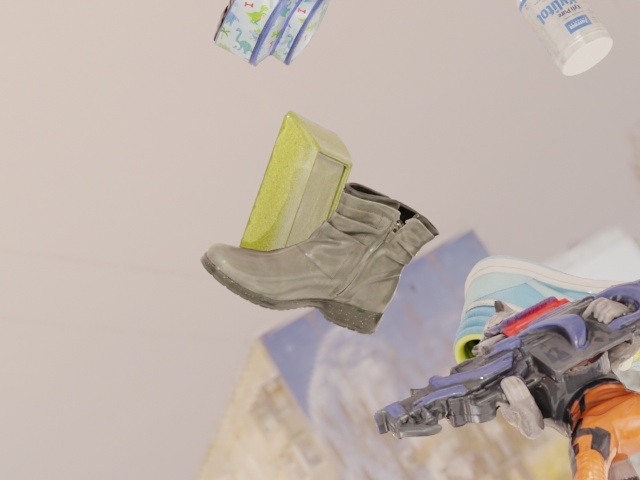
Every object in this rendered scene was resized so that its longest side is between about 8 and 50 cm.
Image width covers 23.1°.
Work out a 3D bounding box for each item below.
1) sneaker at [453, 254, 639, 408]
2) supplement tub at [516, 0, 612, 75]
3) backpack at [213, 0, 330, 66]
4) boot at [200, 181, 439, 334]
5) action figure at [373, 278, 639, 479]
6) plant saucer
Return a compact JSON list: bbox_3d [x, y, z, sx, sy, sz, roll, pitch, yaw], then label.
[{"bbox_3d":[0.305,0.139,1.851,0.208,0.319,0.127,-60,-25,-50],"label":"sneaker"},{"bbox_3d":[0.279,-0.251,1.796,0.071,0.107,0.071,-26,-23,-12],"label":"supplement tub"},{"bbox_3d":[-0.043,-0.220,1.502,0.114,0.084,0.105,-51,-7,-49],"label":"backpack"},{"bbox_3d":[0.000,0.000,1.738,0.246,0.083,0.161,17,-68,-29],"label":"boot"},{"bbox_3d":[0.231,0.190,1.547,0.341,0.330,0.178,-19,-46,-13],"label":"action figure"},{"bbox_3d":[-0.020,-0.048,1.887,0.188,0.045,0.188,17,-87,-70],"label":"plant saucer"}]
